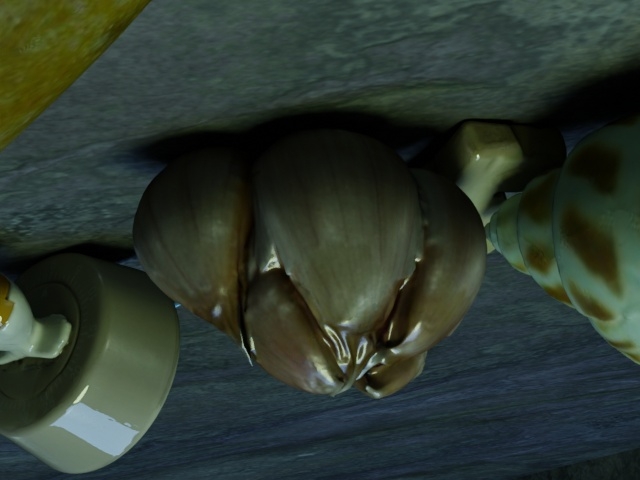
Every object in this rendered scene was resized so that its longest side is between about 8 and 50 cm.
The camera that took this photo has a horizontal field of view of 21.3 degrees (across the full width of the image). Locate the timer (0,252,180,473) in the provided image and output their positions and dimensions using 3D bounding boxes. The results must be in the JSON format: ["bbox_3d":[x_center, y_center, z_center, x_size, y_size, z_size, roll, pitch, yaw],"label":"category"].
[{"bbox_3d":[-0.256,0.057,1.295,0.175,0.175,0.266,-17,147,35],"label":"timer"}]

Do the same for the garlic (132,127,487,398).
[{"bbox_3d":[0.000,0.000,1.122,0.214,0.191,0.160,31,111,-27],"label":"garlic"}]

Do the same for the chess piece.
[{"bbox_3d":[0.100,-0.026,1.236,0.090,0.090,0.200,-1,154,-23],"label":"chess piece"}]

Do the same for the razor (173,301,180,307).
[{"bbox_3d":[-0.053,0.044,1.494,0.253,0.042,0.082,-10,-152,11],"label":"razor"}]

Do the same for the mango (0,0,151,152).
[{"bbox_3d":[-0.202,-0.089,0.598,0.384,0.199,0.221,-21,157,5],"label":"mango"}]

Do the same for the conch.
[{"bbox_3d":[0.267,-0.021,1.069,0.368,0.197,0.249,-20,133,19],"label":"conch"}]
